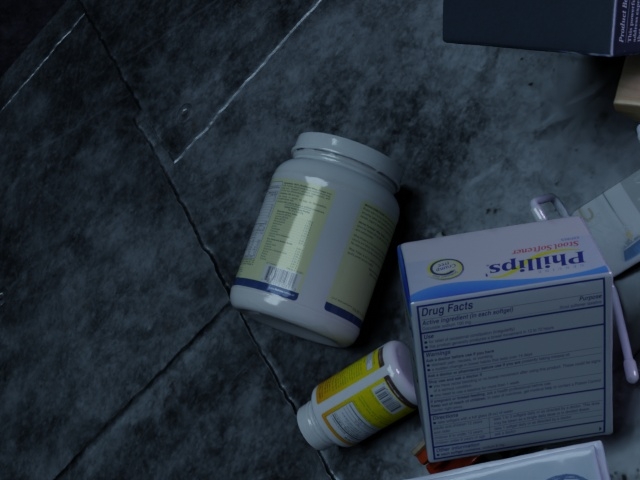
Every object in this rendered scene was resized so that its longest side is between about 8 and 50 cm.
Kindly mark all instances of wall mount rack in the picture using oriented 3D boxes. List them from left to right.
[{"bbox_3d":[0.468,0.013,1.650,0.350,0.130,0.304,-38,78,34],"label":"wall mount rack"}]

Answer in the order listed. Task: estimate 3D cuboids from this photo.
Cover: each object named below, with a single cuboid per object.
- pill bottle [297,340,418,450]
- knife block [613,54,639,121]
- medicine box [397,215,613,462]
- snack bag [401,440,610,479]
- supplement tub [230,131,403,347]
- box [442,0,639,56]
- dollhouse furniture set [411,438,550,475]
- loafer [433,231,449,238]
[{"bbox_3d":[0.068,0.261,1.892,0.215,0.117,0.117,-34,51,24],"label":"pill bottle"},{"bbox_3d":[0.585,-0.198,1.597,0.242,0.275,0.088,-19,51,69],"label":"knife block"},{"bbox_3d":[0.256,0.138,1.592,0.263,0.289,0.149,-9,32,1],"label":"medicine box"},{"bbox_3d":[0.268,0.466,1.553,0.323,0.037,0.343,-17,85,19],"label":"snack bag"},{"bbox_3d":[0.000,0.000,1.997,0.235,0.235,0.325,10,76,43],"label":"supplement tub"},{"bbox_3d":[0.417,-0.392,1.693,0.293,0.395,0.212,16,110,44],"label":"box"},{"bbox_3d":[0.248,0.392,1.657,0.262,0.135,0.259,-47,47,13],"label":"dollhouse furniture set"},{"bbox_3d":[0.274,0.065,1.816,0.319,0.112,0.112,22,93,45],"label":"loafer"}]
